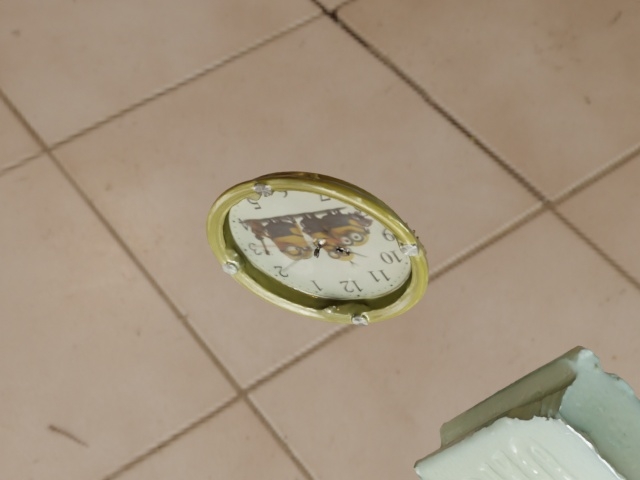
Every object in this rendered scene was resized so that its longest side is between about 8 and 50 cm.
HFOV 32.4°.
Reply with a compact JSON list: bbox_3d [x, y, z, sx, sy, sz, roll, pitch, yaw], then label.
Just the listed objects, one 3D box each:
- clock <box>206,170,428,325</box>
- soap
[{"bbox_3d":[0.000,0.000,1.122,0.237,0.237,0.057,11,53,9],"label":"clock"},{"bbox_3d":[0.159,0.158,0.780,0.114,0.198,0.063,41,57,1],"label":"soap"}]
